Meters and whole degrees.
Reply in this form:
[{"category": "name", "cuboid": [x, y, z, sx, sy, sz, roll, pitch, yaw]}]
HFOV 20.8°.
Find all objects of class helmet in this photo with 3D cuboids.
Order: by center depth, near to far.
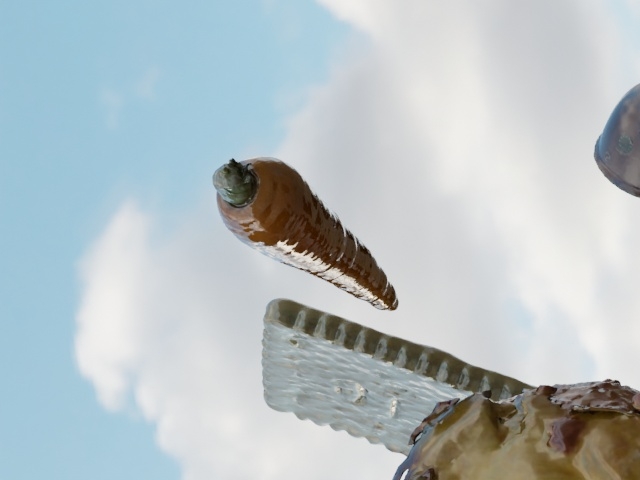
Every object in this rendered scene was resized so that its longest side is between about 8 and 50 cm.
[{"category": "helmet", "cuboid": [0.402, -0.133, 1.976, 0.175, 0.155, 0.106, -25, -39, -28]}]

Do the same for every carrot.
[{"category": "carrot", "cuboid": [0.000, 0.000, 1.379, 0.336, 0.069, 0.069, 34, -132, -60]}]

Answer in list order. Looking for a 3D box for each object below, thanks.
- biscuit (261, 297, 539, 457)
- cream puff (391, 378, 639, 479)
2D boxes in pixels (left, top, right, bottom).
[{"category": "biscuit", "cuboid": [0.097, 0.154, 1.639, 0.217, 0.324, 0.044, 92, -161, -59]}, {"category": "cream puff", "cuboid": [0.194, 0.271, 1.224, 0.229, 0.350, 0.350, 55, -150, -63]}]
